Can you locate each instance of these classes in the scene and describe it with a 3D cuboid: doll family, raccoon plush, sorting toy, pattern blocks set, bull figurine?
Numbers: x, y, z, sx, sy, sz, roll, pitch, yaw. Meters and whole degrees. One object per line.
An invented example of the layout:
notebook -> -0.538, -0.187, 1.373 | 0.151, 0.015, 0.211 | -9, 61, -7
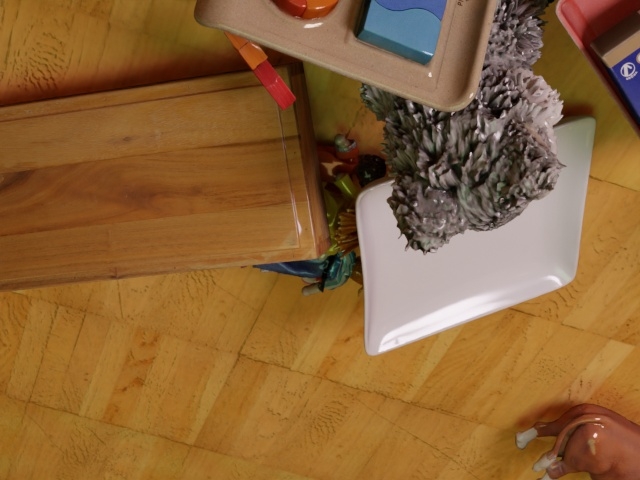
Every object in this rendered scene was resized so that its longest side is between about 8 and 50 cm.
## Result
doll family -> 0.000, 0.000, 1.512 | 0.163, 0.118, 0.263 | 11, 138, -5
raccoon plush -> 0.039, -0.183, 1.166 | 0.446, 0.299, 0.216 | 26, 135, -19
sorting toy -> 0.046, -0.271, 1.067 | 0.229, 0.307, 0.041 | 17, 158, -7
pattern blocks set -> -0.126, -0.255, 1.161 | 0.026, 0.285, 0.325 | -38, 166, 2
bull figurine -> 0.418, 0.315, 1.816 | 0.310, 0.101, 0.188 | 34, 134, -27

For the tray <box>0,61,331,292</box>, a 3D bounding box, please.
tray -> -0.208, -0.063, 1.430 | 0.410, 0.076, 0.203 | -6, 100, 16

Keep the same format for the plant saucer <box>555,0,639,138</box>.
plant saucer -> 0.368, -0.215, 1.214 | 0.258, 0.048, 0.259 | -37, 126, 10

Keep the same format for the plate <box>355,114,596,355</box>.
plate -> 0.164, -0.010, 1.468 | 0.277, 0.045, 0.278 | -19, 139, -12

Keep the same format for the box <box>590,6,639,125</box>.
box -> 0.356, -0.137, 1.213 | 0.136, 0.036, 0.225 | -35, 127, 9
